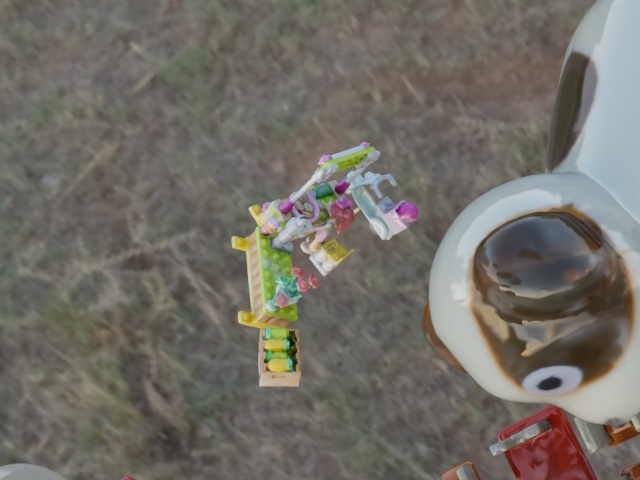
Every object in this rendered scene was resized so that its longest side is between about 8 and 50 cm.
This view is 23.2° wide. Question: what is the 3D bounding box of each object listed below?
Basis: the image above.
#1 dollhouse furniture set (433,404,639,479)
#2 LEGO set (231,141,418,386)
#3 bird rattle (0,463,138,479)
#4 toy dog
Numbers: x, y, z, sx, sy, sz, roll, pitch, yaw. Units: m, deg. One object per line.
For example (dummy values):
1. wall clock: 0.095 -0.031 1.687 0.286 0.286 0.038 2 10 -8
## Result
1. dollhouse furniture set: 0.279 0.308 1.684 0.262 0.135 0.259 -29 80 24
2. LEGO set: 0.000 0.000 1.431 0.107 0.132 0.287 -42 8 41
3. bird rattle: -0.256 0.301 1.461 0.143 0.207 0.253 -11 32 53
4. toy dog: 0.262 -0.033 1.264 0.408 0.395 0.284 -48 7 -23
